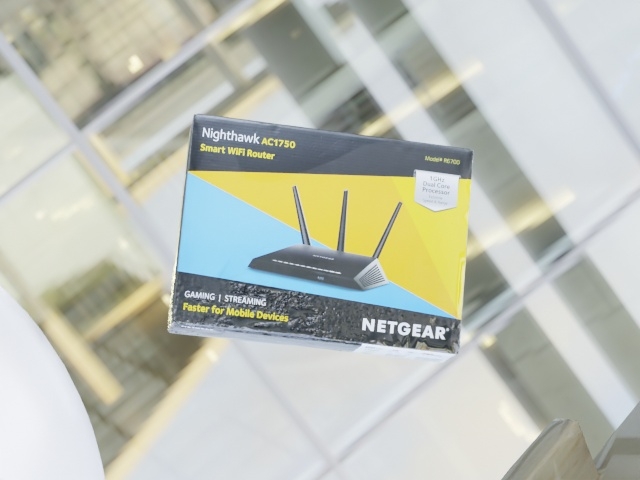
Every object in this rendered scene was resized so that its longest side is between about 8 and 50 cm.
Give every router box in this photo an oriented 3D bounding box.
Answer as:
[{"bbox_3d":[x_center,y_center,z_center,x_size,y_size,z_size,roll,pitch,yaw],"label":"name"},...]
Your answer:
[{"bbox_3d":[0.000,0.000,1.074,0.046,0.179,0.133,131,-36,-75],"label":"router box"}]

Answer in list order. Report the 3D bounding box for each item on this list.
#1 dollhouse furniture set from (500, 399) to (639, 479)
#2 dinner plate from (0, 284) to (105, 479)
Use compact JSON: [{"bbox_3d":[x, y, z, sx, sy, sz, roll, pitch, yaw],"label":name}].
[{"bbox_3d":[0.233,0.066,0.422,0.303,0.198,0.286,-3,-149,43],"label":"dollhouse furniture set"},{"bbox_3d":[-0.105,0.060,0.306,0.141,0.141,0.017,-41,-166,-14],"label":"dinner plate"}]
